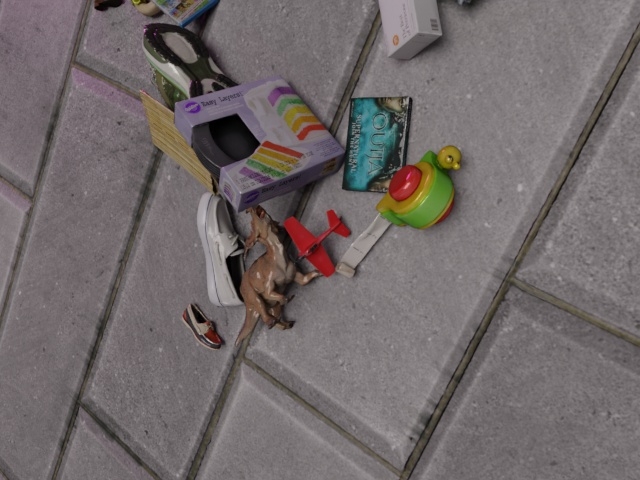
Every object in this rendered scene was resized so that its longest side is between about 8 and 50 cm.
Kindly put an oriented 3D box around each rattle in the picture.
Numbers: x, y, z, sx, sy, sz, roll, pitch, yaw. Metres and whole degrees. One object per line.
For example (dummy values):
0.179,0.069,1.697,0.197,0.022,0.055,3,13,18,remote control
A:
-0.420,-0.632,1.155,0.199,0.142,0.130,24,83,31,rattle

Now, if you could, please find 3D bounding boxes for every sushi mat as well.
-0.329,-0.232,1.097,0.316,0.019,0.152,37,142,37,sushi mat

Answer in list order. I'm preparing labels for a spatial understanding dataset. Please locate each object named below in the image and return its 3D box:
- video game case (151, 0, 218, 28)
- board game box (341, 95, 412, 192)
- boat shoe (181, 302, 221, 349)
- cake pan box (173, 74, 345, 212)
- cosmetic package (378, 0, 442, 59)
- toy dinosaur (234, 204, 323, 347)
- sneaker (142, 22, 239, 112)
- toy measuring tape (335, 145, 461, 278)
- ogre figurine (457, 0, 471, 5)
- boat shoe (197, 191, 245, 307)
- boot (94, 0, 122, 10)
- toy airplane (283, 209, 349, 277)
-0.341,-0.589,1.127,0.166,0.015,0.119,42,74,9,video game case
0.111,-0.189,0.945,0.126,0.026,0.187,7,94,28,board game box
-0.284,0.209,1.148,0.137,0.049,0.043,39,106,26,boat shoe
-0.124,-0.202,0.947,0.246,0.266,0.070,52,148,19,cake pan box
0.152,-0.471,0.876,0.099,0.060,0.239,163,99,-65,cosmetic package
-0.122,0.077,1.020,0.200,0.127,0.296,39,112,21,toy dinosaur
-0.281,-0.307,1.114,0.411,0.158,0.182,57,144,13,sneaker
0.144,-0.034,0.876,0.121,0.121,0.330,46,109,19,toy measuring tape
0.279,-0.492,0.819,0.196,0.097,0.118,-24,61,11,ogre figurine
-0.214,0.020,1.081,0.088,0.096,0.268,-4,90,23,boat shoe
-0.578,-0.694,1.292,0.106,0.037,0.114,1,87,25,boot
0.000,0.000,0.960,0.028,0.151,0.151,176,91,-65,toy airplane
